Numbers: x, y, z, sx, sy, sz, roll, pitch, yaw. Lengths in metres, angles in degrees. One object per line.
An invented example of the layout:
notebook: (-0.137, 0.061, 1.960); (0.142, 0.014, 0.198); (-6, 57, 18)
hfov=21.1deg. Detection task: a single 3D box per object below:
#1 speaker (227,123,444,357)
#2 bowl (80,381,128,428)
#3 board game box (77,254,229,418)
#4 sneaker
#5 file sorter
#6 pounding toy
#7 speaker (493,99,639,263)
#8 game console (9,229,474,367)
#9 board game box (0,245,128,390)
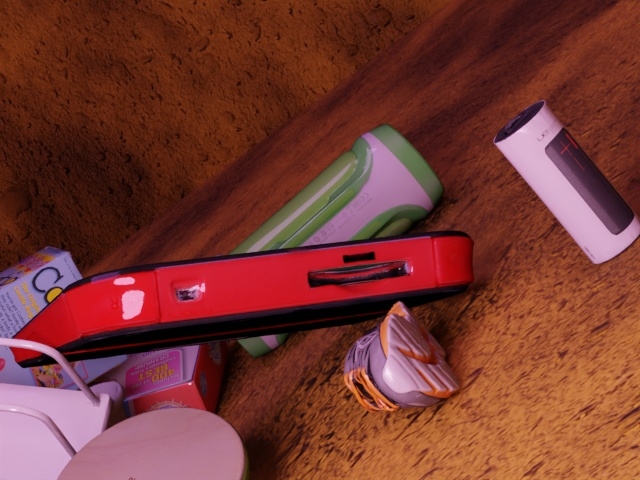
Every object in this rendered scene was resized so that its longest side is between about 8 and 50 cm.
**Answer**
speaker: (0.000, 0.000, 2.001); (0.296, 0.131, 0.131); (-41, 10, -2)
bowl: (-0.291, 0.287, 1.787); (0.298, 0.134, 0.298); (-34, 10, 7)
board game box: (-0.233, 0.145, 2.065); (0.242, 0.064, 0.316); (-17, 24, 12)
sneaker: (0.060, 0.111, 1.444); (0.083, 0.084, 0.215); (-39, -1, 5)
file sorter: (-0.326, 0.233, 1.548); (0.173, 0.193, 0.277); (71, -153, -62)
pounding toy: (-0.122, 0.258, 1.494); (0.183, 0.110, 0.237); (-32, 37, -15)
speaker: (0.203, -0.048, 1.414); (0.055, 0.136, 0.055); (-39, 10, 8)
game console: (-0.077, 0.058, 1.626); (0.387, 0.060, 0.342); (-6, -6, -22)
board game box: (-0.379, 0.136, 1.922); (0.275, 0.144, 0.142); (-30, 11, -14)
